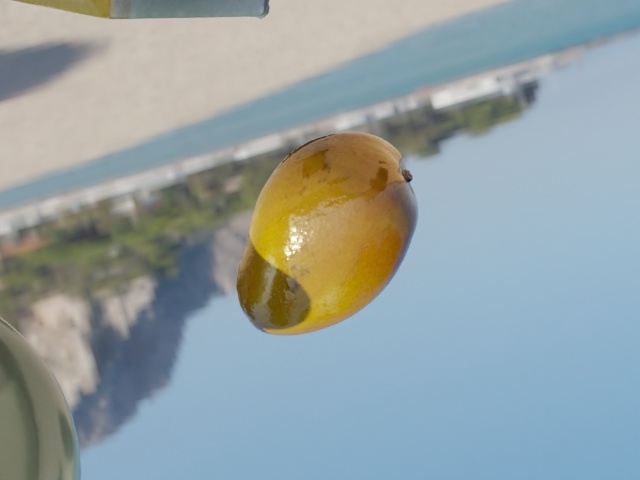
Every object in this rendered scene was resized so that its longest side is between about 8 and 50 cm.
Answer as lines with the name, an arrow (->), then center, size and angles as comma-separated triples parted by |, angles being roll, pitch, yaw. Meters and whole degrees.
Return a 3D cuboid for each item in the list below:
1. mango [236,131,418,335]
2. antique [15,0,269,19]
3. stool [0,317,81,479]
mango -> 0.000, 0.000, 0.701 | 0.089, 0.060, 0.046 | -51, -162, 27
antique -> -0.125, -0.209, 1.133 | 0.148, 0.146, 0.152 | -9, -162, -44
stool -> -0.168, 0.144, 0.714 | 0.195, 0.195, 0.198 | -32, 145, -16
